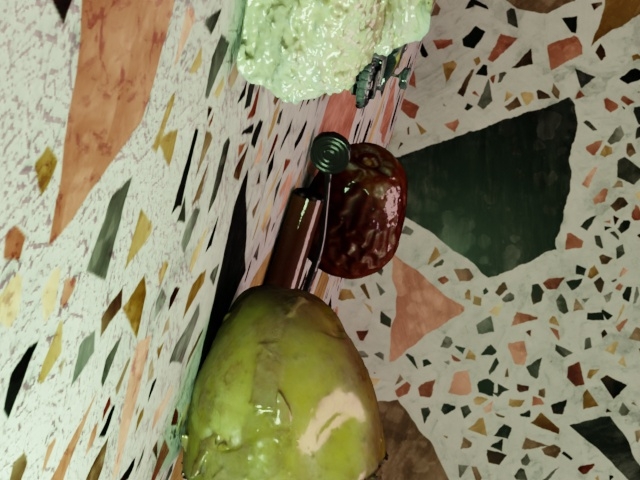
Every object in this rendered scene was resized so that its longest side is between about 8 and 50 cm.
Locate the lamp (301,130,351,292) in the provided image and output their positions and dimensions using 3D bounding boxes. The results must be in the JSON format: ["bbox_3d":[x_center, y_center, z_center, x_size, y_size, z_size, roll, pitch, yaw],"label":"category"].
[{"bbox_3d":[-0.010,0.016,1.959,0.108,0.130,0.371,-56,166,-64],"label":"lamp"}]

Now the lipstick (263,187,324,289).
[{"bbox_3d":[-0.067,0.090,1.931,0.057,0.057,0.357,-47,154,-78],"label":"lipstick"}]

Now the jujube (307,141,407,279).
[{"bbox_3d":[0.055,-0.043,2.066,0.183,0.183,0.243,-66,175,-46],"label":"jujube"}]

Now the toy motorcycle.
[{"bbox_3d":[0.101,-0.330,1.980,0.307,0.108,0.173,-66,168,-62],"label":"toy motorcycle"}]

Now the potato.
[{"bbox_3d":[-0.054,0.182,1.582,0.288,0.300,0.237,14,-71,63],"label":"potato"}]

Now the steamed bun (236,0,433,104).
[{"bbox_3d":[0.029,-0.260,1.128,0.225,0.170,0.200,101,14,-47],"label":"steamed bun"}]
